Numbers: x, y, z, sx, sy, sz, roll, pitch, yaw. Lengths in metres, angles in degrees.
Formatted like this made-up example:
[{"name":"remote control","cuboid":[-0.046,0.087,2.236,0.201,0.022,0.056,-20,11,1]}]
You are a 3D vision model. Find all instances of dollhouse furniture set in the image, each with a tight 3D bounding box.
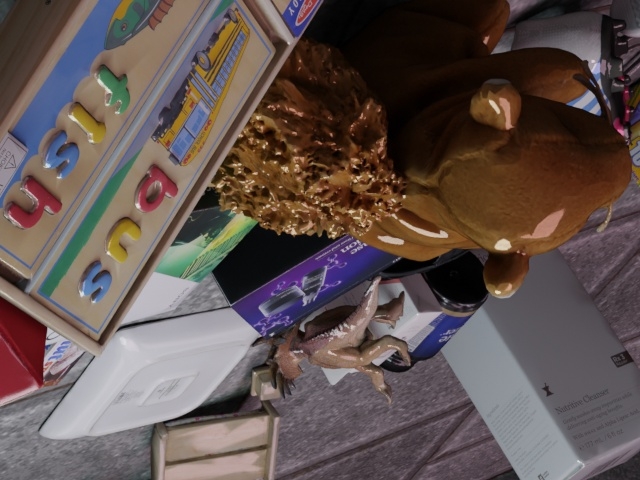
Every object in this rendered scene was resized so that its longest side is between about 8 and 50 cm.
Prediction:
[{"name":"dollhouse furniture set","cuboid":[-0.243,0.337,2.291,0.303,0.174,0.355,-5,120,-23]}]

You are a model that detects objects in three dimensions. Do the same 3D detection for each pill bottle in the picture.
[{"name":"pill bottle","cuboid":[0.155,0.108,2.178,0.123,0.123,0.219,-13,153,-37]}]

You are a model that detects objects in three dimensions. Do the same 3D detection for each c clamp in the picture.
[{"name":"c clamp","cuboid":[0.408,-0.230,1.892,0.160,0.022,0.137,-41,155,28]}]

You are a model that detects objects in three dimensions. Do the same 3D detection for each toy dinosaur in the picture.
[{"name":"toy dinosaur","cuboid":[0.011,0.140,1.956,0.200,0.127,0.296,2,159,-7]}]

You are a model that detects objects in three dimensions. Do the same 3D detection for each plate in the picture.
[{"name":"plate","cuboid":[-0.221,0.192,1.990,0.278,0.045,0.277,-8,150,-43]}]

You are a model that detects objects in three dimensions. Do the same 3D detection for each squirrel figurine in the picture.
[{"name":"squirrel figurine","cuboid":[0.087,-0.072,1.334,0.397,0.370,0.281,-3,108,-14]}]

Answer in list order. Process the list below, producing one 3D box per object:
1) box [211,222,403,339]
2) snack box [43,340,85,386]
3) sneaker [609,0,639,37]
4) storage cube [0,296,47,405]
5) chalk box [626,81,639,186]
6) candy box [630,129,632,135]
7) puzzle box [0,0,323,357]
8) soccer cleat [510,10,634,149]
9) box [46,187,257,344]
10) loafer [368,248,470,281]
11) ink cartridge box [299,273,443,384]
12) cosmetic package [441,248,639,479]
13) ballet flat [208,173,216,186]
[{"name":"box","cuboid":[0.000,0.000,1.777,0.261,0.103,0.184,-31,161,2]},{"name":"snack box","cuboid":[-0.314,0.128,1.759,0.064,0.022,0.178,-4,147,-46]},{"name":"sneaker","cuboid":[0.470,-0.305,1.699,0.256,0.094,0.151,-36,152,8]},{"name":"storage cube","cuboid":[-0.346,0.034,1.161,0.215,0.183,0.193,-24,121,10]},{"name":"chalk box","cuboid":[0.563,-0.172,2.005,0.289,0.179,0.180,-37,158,17]},{"name":"candy box","cuboid":[0.291,-0.097,1.942,0.233,0.071,0.159,-18,156,-13]},{"name":"puzzle box","cuboid":[-0.134,-0.129,1.083,0.409,0.052,0.272,-59,155,-9]},{"name":"soccer cleat","cuboid":[0.307,-0.173,1.748,0.143,0.116,0.331,3,153,16]},{"name":"box","cuboid":[-0.215,0.020,1.550,0.232,0.058,0.322,-45,163,33]},{"name":"loafer","cuboid":[0.155,0.007,1.998,0.223,0.076,0.078,-19,-166,-20]},{"name":"ink cartridge box","cuboid":[0.070,0.114,2.093,0.198,0.115,0.067,-42,156,31]},{"name":"cosmetic package","cuboid":[0.343,0.189,2.242,0.217,0.385,0.156,-18,157,-34]},{"name":"ballet flat","cuboid":[-0.073,-0.093,1.543,0.073,0.080,0.232,-11,173,42]}]
